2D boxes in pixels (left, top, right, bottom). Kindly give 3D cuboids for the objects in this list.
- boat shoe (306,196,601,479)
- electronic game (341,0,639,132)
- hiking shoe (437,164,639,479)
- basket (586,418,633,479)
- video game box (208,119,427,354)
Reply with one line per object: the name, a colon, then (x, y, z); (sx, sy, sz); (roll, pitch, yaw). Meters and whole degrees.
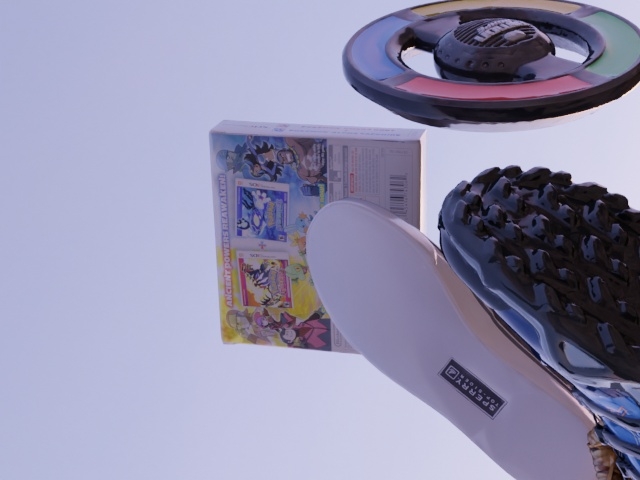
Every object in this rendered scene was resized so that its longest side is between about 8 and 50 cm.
boat shoe: (0.118, 0.073, 0.979); (0.108, 0.301, 0.102); (-54, -9, 29)
electronic game: (0.130, -0.140, 0.912); (0.229, 0.229, 0.048); (-30, -52, -38)
hiking shoe: (0.175, 0.084, 0.648); (0.113, 0.304, 0.132); (-35, -24, -38)
basket: (0.335, 0.195, 0.765); (0.223, 0.213, 0.299); (-15, -114, -7)
video game box: (0.000, 0.000, 1.073); (0.048, 0.187, 0.205); (-58, -31, -65)
